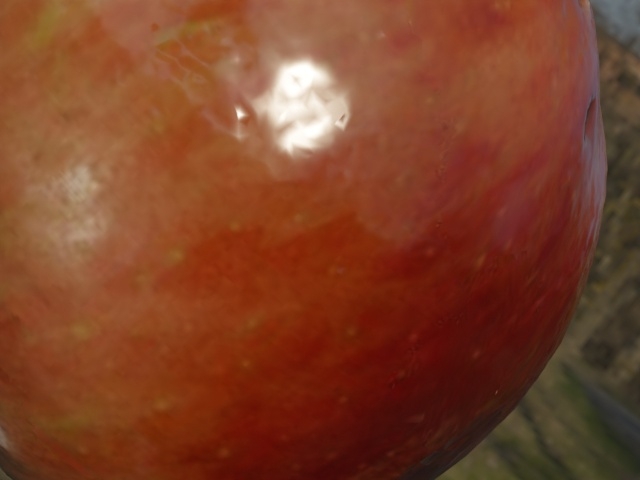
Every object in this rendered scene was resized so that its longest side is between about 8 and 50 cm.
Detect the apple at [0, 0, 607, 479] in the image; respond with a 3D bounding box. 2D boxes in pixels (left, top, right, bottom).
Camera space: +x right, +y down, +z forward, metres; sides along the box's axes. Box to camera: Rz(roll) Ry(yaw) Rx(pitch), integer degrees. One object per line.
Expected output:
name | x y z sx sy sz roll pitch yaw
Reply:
apple | 0.000 0.000 0.610 0.163 0.251 0.293 54 -9 15
